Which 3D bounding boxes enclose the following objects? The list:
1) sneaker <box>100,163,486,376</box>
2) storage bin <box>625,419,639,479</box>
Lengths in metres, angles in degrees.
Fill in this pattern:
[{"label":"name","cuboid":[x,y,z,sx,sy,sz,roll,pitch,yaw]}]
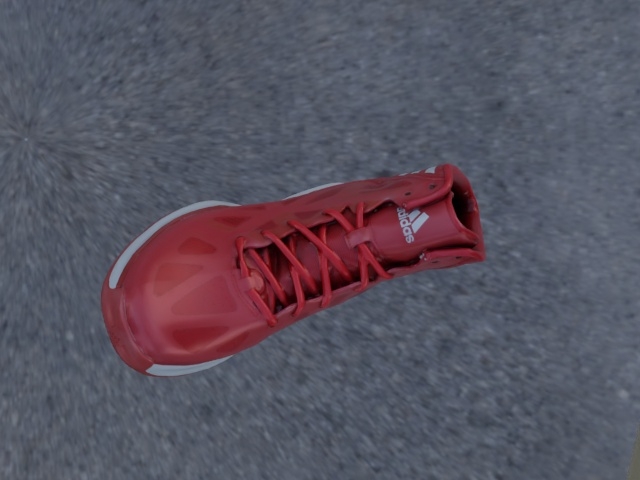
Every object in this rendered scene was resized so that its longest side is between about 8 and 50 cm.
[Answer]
[{"label":"sneaker","cuboid":[0.000,0.000,0.656,0.221,0.128,0.087,-28,97,-45]},{"label":"storage bin","cuboid":[0.276,0.046,0.581,0.123,0.262,0.260,45,121,-2]}]
